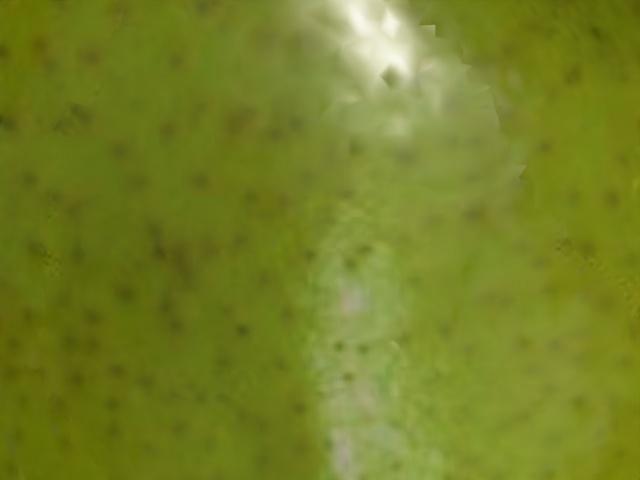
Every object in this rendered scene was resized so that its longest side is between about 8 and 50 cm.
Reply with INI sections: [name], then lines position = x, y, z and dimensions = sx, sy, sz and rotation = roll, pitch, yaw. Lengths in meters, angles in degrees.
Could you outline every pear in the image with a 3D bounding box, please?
[pear]
position = 0.000, 0.000, 0.605
dimensions = 0.342, 0.238, 0.318
rotation = 5, 113, 26
